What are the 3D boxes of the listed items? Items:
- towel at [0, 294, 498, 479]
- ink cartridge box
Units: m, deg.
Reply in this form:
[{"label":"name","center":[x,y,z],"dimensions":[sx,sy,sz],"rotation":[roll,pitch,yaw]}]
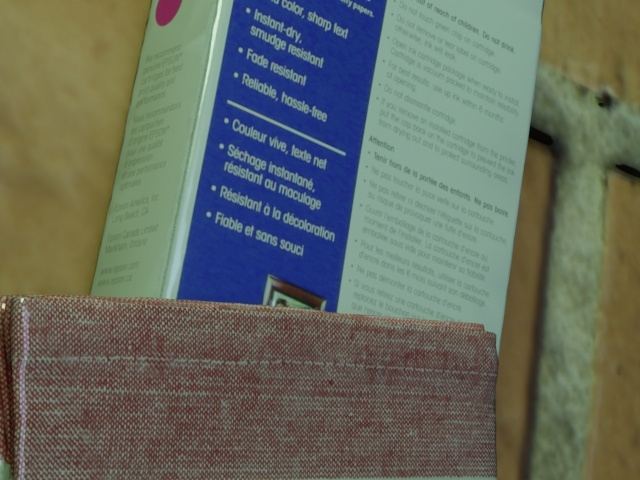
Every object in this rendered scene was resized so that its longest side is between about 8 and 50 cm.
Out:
[{"label":"towel","center":[-0.020,0.186,0.540],"dimensions":[0.237,0.037,0.328],"rotation":[8,80,-44]},{"label":"ink cartridge box","center":[0.000,0.000,0.649],"dimensions":[0.176,0.069,0.370],"rotation":[22,72,-35]}]
